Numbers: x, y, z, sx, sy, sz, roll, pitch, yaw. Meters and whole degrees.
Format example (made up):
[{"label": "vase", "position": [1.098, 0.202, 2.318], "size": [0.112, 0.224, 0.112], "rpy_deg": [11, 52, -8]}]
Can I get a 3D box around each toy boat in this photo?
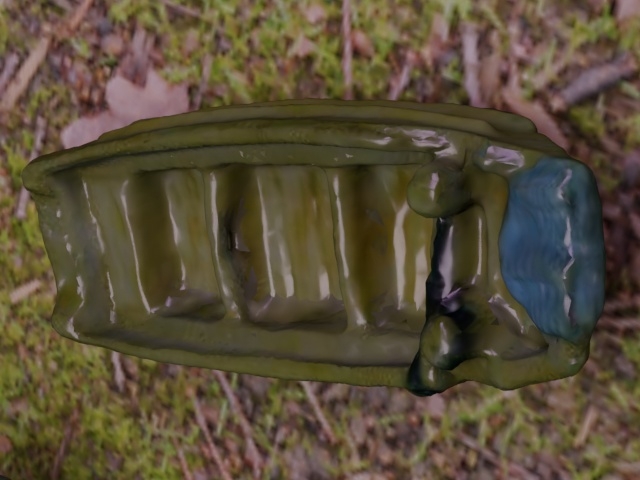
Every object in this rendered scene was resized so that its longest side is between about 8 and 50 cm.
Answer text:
[{"label": "toy boat", "position": [0.005, -0.001, 0.759], "size": [0.276, 0.084, 0.111], "rpy_deg": [1, 104, 39]}]

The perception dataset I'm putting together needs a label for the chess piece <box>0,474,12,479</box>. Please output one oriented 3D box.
[{"label": "chess piece", "position": [-0.086, 0.222, 0.821], "size": [0.299, 0.194, 0.194], "rpy_deg": [14, 109, 23]}]
